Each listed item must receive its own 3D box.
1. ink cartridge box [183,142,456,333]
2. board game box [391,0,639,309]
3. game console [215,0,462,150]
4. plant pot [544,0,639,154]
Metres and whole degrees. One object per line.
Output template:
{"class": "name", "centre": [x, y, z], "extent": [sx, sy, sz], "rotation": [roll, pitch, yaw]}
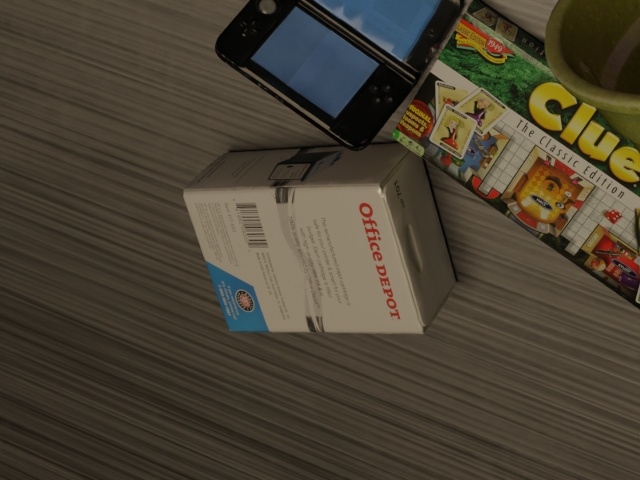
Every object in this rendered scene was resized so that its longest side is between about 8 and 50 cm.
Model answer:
{"class": "ink cartridge box", "centre": [0.000, 0.000, 1.323], "extent": [0.190, 0.082, 0.140], "rotation": [-2, 119, 29]}
{"class": "board game box", "centre": [0.190, -0.057, 1.213], "extent": [0.259, 0.030, 0.136], "rotation": [35, 128, 6]}
{"class": "game console", "centre": [0.012, -0.162, 1.214], "extent": [0.144, 0.124, 0.085], "rotation": [36, 157, 6]}
{"class": "plant pot", "centre": [0.315, -0.070, 1.001], "extent": [0.276, 0.276, 0.254], "rotation": [-9, 125, 34]}
